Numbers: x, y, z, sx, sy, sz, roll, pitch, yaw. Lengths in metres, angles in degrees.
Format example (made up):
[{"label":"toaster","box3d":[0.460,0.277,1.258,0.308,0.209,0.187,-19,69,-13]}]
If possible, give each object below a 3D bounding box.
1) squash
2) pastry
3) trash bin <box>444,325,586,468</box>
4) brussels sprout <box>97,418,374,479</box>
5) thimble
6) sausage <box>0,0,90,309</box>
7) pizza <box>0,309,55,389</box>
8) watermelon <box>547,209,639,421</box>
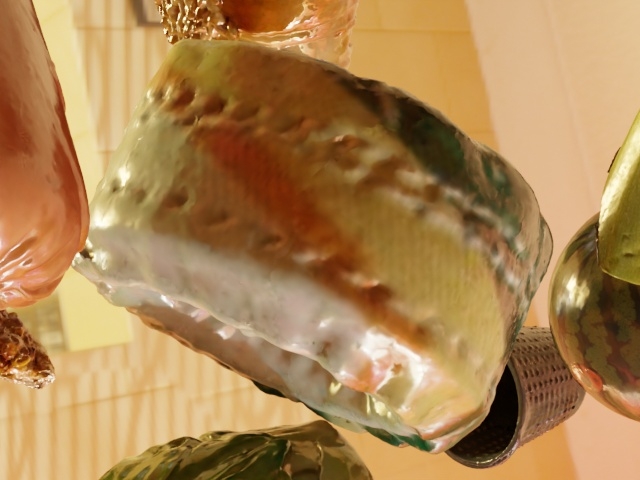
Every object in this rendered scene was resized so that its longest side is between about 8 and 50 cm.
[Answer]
[{"label":"squash","box3d":[0.269,-0.068,0.951,0.075,0.090,0.200,-102,-155,-77]},{"label":"pastry","box3d":[-0.109,-0.379,1.795,0.409,0.245,0.410,47,-35,49]},{"label":"trash bin","box3d":[0.231,0.176,1.508,0.175,0.161,0.176,8,-80,50]},{"label":"brussels sprout","box3d":[-0.067,0.214,0.858,0.223,0.223,0.161,16,-62,49]},{"label":"thimble","box3d":[-0.010,0.003,0.770,0.288,0.254,0.167,24,-104,13]},{"label":"sausage","box3d":[-0.200,-0.103,0.622,0.121,0.121,0.304,-50,-128,42]},{"label":"pizza","box3d":[-0.453,0.110,1.672,0.246,0.127,0.058,38,-69,11]},{"label":"watermelon","box3d":[0.308,0.063,1.115,0.212,0.212,0.212,10,-77,50]}]
